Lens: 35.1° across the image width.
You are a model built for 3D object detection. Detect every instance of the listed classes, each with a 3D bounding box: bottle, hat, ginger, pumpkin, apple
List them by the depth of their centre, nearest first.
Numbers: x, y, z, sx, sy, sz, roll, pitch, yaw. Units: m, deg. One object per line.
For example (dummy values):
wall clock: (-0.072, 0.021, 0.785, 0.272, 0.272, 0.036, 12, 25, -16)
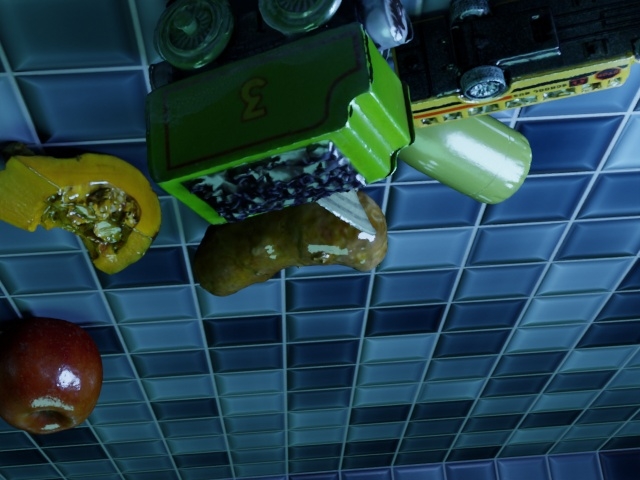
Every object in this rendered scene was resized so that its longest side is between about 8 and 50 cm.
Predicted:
hat: (0.003, -0.123, 1.335, 0.110, 0.252, 0.252, -53, 139, 7)
bottle: (0.155, -0.143, 1.349, 0.260, 0.112, 0.112, 24, 143, -26)
pumpkin: (-0.352, -0.063, 1.428, 0.248, 0.126, 0.131, 32, 132, -26)
ginger: (-0.056, -0.017, 1.536, 0.321, 0.172, 0.165, -10, -169, 22)
apple: (-0.527, 0.257, 1.941, 0.218, 0.201, 0.218, -6, 146, -4)

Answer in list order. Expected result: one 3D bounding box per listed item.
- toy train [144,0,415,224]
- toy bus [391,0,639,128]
toy train: (-0.047, -0.166, 1.122, 0.307, 0.248, 0.173, -15, 154, 18)
toy bus: (0.257, -0.226, 1.200, 0.336, 0.121, 0.123, -11, 160, 10)
